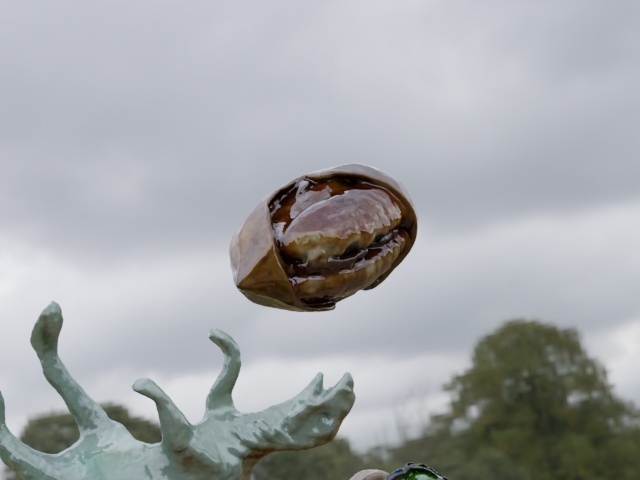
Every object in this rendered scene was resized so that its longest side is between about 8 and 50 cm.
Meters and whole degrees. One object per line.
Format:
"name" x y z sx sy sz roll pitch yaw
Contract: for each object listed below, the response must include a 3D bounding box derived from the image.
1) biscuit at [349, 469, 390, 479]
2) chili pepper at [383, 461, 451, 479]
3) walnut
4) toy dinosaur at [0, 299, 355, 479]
"biscuit" -0.026 0.354 1.469 0.320 0.183 0.047 -45 11 -6
"chili pepper" 0.109 0.180 0.760 0.224 0.061 0.098 24 34 37
"walnut" 0.000 0.000 1.239 0.116 0.116 0.207 -22 2 43
"toy dinosaur" -0.175 0.166 1.090 0.393 0.205 0.092 -41 3 0
